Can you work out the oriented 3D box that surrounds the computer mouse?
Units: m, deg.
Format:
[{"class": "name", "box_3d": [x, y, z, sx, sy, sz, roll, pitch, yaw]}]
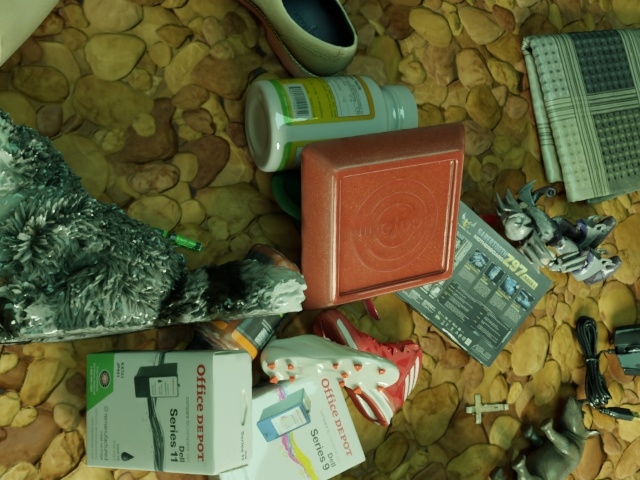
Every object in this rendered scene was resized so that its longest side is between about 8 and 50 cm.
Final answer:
[{"class": "computer mouse", "box_3d": [0.585, 0.233, 1.340, 0.261, 0.060, 0.184, 10, 67, -20]}]

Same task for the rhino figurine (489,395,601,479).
[{"class": "rhino figurine", "box_3d": [0.396, 0.355, 1.263, 0.243, 0.073, 0.106, -40, 94, -28]}]

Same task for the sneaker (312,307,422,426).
[{"class": "sneaker", "box_3d": [0.078, 0.168, 1.154, 0.128, 0.087, 0.221, -42, 121, -30]}]

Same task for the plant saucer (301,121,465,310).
[{"class": "plant saucer", "box_3d": [0.099, -0.025, 1.061, 0.258, 0.048, 0.259, -11, 119, -22]}]

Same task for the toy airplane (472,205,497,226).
[{"class": "toy airplane", "box_3d": [0.275, 0.014, 1.278, 0.151, 0.028, 0.151, 2, 83, -20]}]

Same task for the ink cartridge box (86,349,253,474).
[{"class": "ink cartridge box", "box_3d": [-0.199, 0.219, 0.971, 0.087, 0.208, 0.153, 12, 74, -64]}]

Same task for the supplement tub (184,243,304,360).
[{"class": "supplement tub", "box_3d": [-0.113, 0.107, 1.073, 0.106, 0.106, 0.198, 42, 71, -12]}]

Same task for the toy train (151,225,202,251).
[{"class": "toy train", "box_3d": [-0.212, -0.002, 1.090, 0.083, 0.023, 0.017, 19, 77, -18]}]

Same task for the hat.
[{"class": "hat", "box_3d": [0.000, 0.000, 1.173, 0.172, 0.184, 0.208, -5, 42, -22]}]

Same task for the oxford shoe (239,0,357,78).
[{"class": "oxford shoe", "box_3d": [-0.076, -0.421, 1.124, 0.397, 0.146, 0.140, 47, 72, -7]}]

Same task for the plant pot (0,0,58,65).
[{"class": "plant pot", "box_3d": [-0.417, -0.392, 0.958, 0.256, 0.256, 0.274, 44, 54, -12]}]

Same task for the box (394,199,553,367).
[{"class": "box", "box_3d": [0.240, 0.067, 1.222, 0.232, 0.059, 0.183, 39, 87, -14]}]

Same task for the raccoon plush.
[{"class": "raccoon plush", "box_3d": [-0.261, -0.029, 0.980, 0.446, 0.216, 0.299, -3, 80, -21]}]

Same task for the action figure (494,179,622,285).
[{"class": "action figure", "box_3d": [0.401, -0.012, 1.258, 0.285, 0.099, 0.185, 15, 51, -39]}]

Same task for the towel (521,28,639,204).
[{"class": "towel", "box_3d": [0.535, -0.238, 1.407, 0.312, 0.056, 0.324, -11, 86, -25]}]

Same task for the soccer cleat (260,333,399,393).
[{"class": "soccer cleat", "box_3d": [0.014, 0.166, 1.048, 0.196, 0.068, 0.076, 4, 37, 5]}]

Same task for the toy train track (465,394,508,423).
[{"class": "toy train track", "box_3d": [0.284, 0.284, 1.258, 0.083, 0.014, 0.048, 1, 84, -22]}]

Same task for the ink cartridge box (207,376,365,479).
[{"class": "ink cartridge box", "box_3d": [-0.063, 0.286, 1.079, 0.212, 0.093, 0.154, -19, 90, -25]}]

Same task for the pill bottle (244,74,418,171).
[{"class": "pill bottle", "box_3d": [0.019, -0.183, 1.142, 0.245, 0.136, 0.136, -8, 87, -22]}]
